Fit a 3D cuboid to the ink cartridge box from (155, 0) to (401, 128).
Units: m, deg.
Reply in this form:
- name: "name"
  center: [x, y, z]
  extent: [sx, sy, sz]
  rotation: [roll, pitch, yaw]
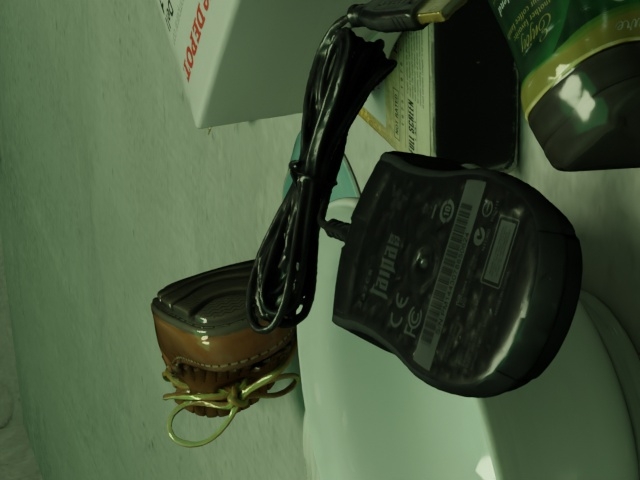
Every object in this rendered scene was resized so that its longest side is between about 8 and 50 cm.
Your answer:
- name: "ink cartridge box"
  center: [-0.046, -0.234, 0.974]
  extent: [0.201, 0.117, 0.278]
  rotation: [117, 137, -63]

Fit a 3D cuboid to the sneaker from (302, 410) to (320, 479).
- name: "sneaker"
  center: [0.032, 0.225, 1.322]
  extent: [0.094, 0.080, 0.212]
  rotation: [21, 120, 56]

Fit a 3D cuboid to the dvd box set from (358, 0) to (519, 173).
- name: "dvd box set"
  center: [0.011, -0.254, 1.084]
  extent: [0.420, 0.062, 0.307]
  rotation: [-131, 34, -57]

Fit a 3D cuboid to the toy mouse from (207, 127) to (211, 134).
- name: "toy mouse"
  center: [-0.088, -0.157, 1.507]
  extent: [0.161, 0.031, 0.143]
  rotation: [-122, 26, -48]

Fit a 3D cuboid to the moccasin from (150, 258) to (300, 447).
- name: "moccasin"
  center: [-0.089, 0.101, 1.494]
  extent: [0.380, 0.139, 0.147]
  rotation: [158, 96, -74]

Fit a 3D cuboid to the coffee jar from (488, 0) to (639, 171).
- name: "coffee jar"
  center: [0.122, -0.118, 0.763]
  extent: [0.079, 0.096, 0.184]
  rotation: [-48, 54, 50]

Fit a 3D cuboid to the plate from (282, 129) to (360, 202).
- name: "plate"
  center: [0.000, 0.000, 1.347]
  extent: [0.188, 0.024, 0.188]
  rotation: [168, 90, -72]

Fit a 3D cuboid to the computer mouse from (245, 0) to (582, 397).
- name: "computer mouse"
  center: [0.060, -0.026, 0.770]
  extent: [0.262, 0.060, 0.184]
  rotation: [11, 86, 62]

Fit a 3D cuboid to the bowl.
- name: "bowl"
  center: [0.097, 0.109, 0.928]
  extent: [0.298, 0.134, 0.297]
  rotation: [169, 90, -72]
